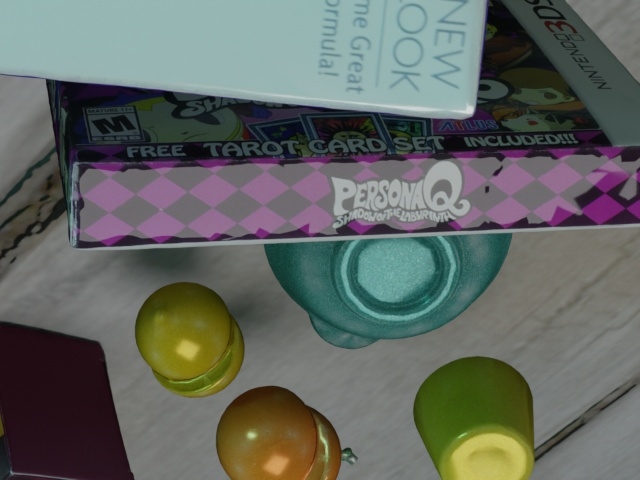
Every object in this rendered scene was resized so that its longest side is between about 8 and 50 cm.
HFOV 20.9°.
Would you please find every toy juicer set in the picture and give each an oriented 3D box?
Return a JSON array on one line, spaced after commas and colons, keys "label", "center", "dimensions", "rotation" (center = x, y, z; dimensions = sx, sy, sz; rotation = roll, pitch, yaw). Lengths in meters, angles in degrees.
[{"label": "toy juicer set", "center": [0.000, 0.000, 0.917], "dimensions": [0.209, 0.089, 0.329], "rotation": [-9, 118, 1]}]

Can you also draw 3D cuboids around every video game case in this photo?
[{"label": "video game case", "center": [0.005, -0.064, 0.709], "dimensions": [0.232, 0.210, 0.042], "rotation": [-2, 118, -11]}]

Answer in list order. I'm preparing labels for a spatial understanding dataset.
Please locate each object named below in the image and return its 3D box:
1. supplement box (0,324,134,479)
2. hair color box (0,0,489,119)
[{"label": "supplement box", "center": [-0.195, 0.147, 0.998], "dimensions": [0.080, 0.104, 0.188], "rotation": [15, 132, -37]}, {"label": "hair color box", "center": [-0.115, -0.144, 0.496], "dimensions": [0.338, 0.110, 0.185], "rotation": [5, 99, -1]}]
